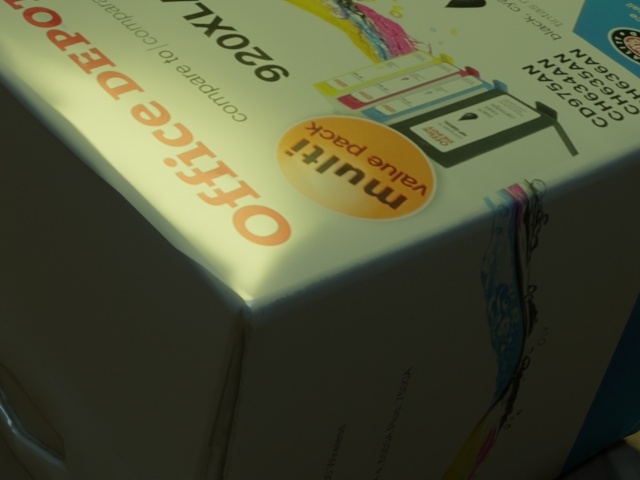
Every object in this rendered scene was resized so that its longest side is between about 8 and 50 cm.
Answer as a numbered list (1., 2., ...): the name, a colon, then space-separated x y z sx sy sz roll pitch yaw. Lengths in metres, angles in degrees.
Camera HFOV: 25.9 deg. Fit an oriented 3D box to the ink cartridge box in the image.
1. ink cartridge box: 0.000 0.000 0.477 0.233 0.168 0.171 -22 49 -37
